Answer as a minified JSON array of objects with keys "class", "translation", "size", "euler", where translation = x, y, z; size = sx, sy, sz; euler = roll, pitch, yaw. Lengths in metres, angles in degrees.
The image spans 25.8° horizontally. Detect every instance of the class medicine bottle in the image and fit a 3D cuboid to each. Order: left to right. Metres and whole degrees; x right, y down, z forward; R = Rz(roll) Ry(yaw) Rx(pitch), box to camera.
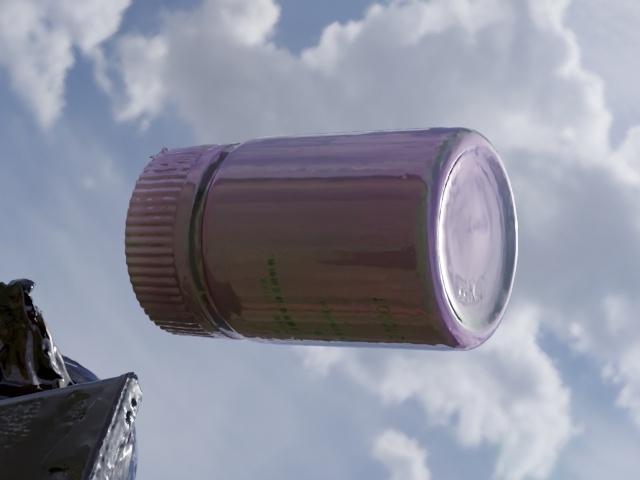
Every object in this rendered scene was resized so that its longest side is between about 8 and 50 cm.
[{"class":"medicine bottle","translation":[0.000,0.000,1.155],"size":[0.290,0.178,0.178],"euler":[-1,-57,32]}]

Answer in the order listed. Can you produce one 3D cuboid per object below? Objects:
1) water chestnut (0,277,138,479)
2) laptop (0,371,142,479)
[{"class":"water chestnut","translation":[-0.288,0.161,1.198],"size":[0.300,0.300,0.300],"euler":[30,-38,27]},{"class":"laptop","translation":[-0.208,0.156,0.828],"size":[0.207,0.154,0.026],"euler":[-14,-49,29]}]
